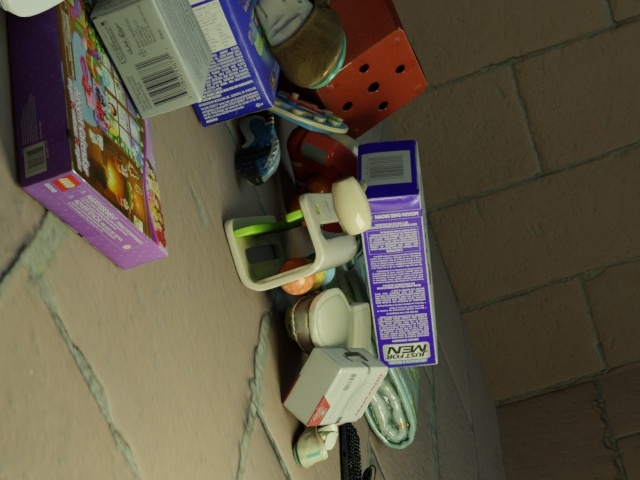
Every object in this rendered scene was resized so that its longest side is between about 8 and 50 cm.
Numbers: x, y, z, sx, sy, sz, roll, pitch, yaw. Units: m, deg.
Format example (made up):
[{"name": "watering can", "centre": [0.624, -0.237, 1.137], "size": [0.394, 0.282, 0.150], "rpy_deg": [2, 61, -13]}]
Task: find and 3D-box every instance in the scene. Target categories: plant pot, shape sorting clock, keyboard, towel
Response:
[{"name": "plant pot", "centre": [0.038, -0.340, 2.050], "size": [0.236, 0.267, 0.267], "rpy_deg": [56, 1, 35]}, {"name": "shape sorting clock", "centre": [-0.049, -0.223, 1.886], "size": [0.040, 0.206, 0.206], "rpy_deg": [-66, 172, 9]}, {"name": "keyboard", "centre": [0.064, 0.369, 1.844], "size": [0.192, 0.038, 0.100], "rpy_deg": [-91, 160, -52]}, {"name": "towel", "centre": [0.108, 0.179, 2.199], "size": [0.320, 0.090, 0.374], "rpy_deg": [-46, 117, -76]}]

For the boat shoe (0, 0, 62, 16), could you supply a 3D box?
[{"name": "boat shoe", "centre": [-0.225, -0.303, 1.097], "size": [0.301, 0.102, 0.108], "rpy_deg": [-41, 153, -41]}]

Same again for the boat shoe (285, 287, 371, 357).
[{"name": "boat shoe", "centre": [0.001, 0.131, 1.759], "size": [0.324, 0.096, 0.117], "rpy_deg": [16, 76, -75]}]

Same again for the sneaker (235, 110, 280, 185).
[{"name": "sneaker", "centre": [-0.088, -0.129, 1.811], "size": [0.191, 0.071, 0.083], "rpy_deg": [-89, 164, -57]}]

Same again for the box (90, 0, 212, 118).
[{"name": "box", "centre": [-0.177, -0.219, 1.227], "size": [0.137, 0.072, 0.126], "rpy_deg": [-89, 158, -58]}]

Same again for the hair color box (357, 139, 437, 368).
[{"name": "hair color box", "centre": [0.130, 0.025, 1.917], "size": [0.185, 0.110, 0.339], "rpy_deg": [-86, 170, -56]}]

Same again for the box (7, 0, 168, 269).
[{"name": "box", "centre": [-0.236, -0.140, 1.162], "size": [0.201, 0.057, 0.293], "rpy_deg": [52, 23, -60]}]

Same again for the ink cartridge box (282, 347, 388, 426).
[{"name": "ink cartridge box", "centre": [0.023, 0.206, 1.631], "size": [0.056, 0.099, 0.135], "rpy_deg": [37, 15, 30]}]

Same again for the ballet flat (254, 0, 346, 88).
[{"name": "ballet flat", "centre": [-0.039, -0.341, 1.689], "size": [0.124, 0.116, 0.342], "rpy_deg": [44, 24, -27]}]

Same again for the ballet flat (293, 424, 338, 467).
[{"name": "ballet flat", "centre": [0.002, 0.281, 1.645], "size": [0.168, 0.052, 0.057], "rpy_deg": [-62, 134, -74]}]

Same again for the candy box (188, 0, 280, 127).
[{"name": "candy box", "centre": [-0.166, -0.365, 1.661], "size": [0.268, 0.122, 0.317], "rpy_deg": [-86, 157, -60]}]

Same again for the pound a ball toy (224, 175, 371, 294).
[{"name": "pound a ball toy", "centre": [0.000, 0.000, 1.673], "size": [0.319, 0.208, 0.136], "rpy_deg": [-14, 86, -79]}]

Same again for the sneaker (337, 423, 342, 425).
[{"name": "sneaker", "centre": [0.029, 0.221, 1.832], "size": [0.170, 0.063, 0.075], "rpy_deg": [-73, 149, -62]}]

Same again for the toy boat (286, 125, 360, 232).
[{"name": "toy boat", "centre": [-0.003, -0.086, 2.008], "size": [0.151, 0.151, 0.231], "rpy_deg": [-54, 155, -23]}]
